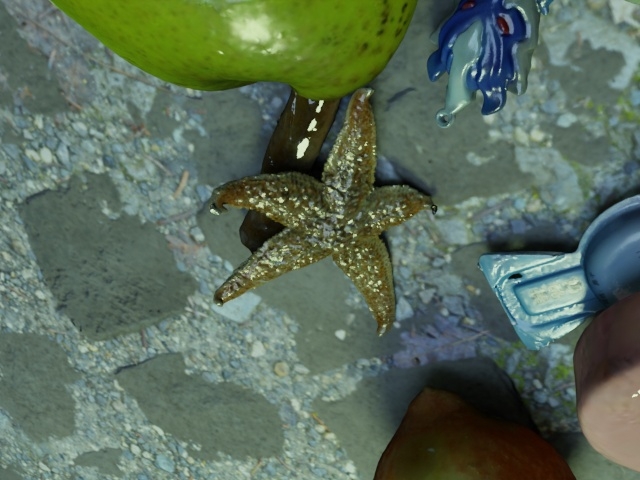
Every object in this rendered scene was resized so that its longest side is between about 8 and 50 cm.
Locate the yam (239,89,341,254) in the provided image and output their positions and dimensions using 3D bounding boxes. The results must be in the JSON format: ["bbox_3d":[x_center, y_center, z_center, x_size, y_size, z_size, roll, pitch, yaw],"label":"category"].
[{"bbox_3d":[-0.031,-0.074,0.795,0.057,0.057,0.241,27,128,4],"label":"yam"}]

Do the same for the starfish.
[{"bbox_3d":[-0.002,-0.003,0.805,0.231,0.048,0.295,-14,131,-3],"label":"starfish"}]

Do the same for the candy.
[{"bbox_3d":[0.350,0.129,0.716,0.255,0.094,0.255,4,141,4],"label":"candy"}]

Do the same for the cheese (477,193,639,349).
[{"bbox_3d":[0.273,0.026,0.743,0.244,0.052,0.135,-21,109,32],"label":"cheese"}]

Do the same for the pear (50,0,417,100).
[{"bbox_3d":[-0.055,-0.215,0.570,0.282,0.286,0.176,60,167,-20],"label":"pear"}]

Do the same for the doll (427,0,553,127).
[{"bbox_3d":[0.140,-0.174,0.658,0.096,0.070,0.195,39,122,23],"label":"doll"}]

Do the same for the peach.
[{"bbox_3d":[0.151,0.277,0.861,0.232,0.232,0.257,-30,69,34],"label":"peach"}]

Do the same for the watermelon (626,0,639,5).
[{"bbox_3d":[0.166,-0.246,0.479,0.305,0.180,0.224,24,130,-2],"label":"watermelon"}]
